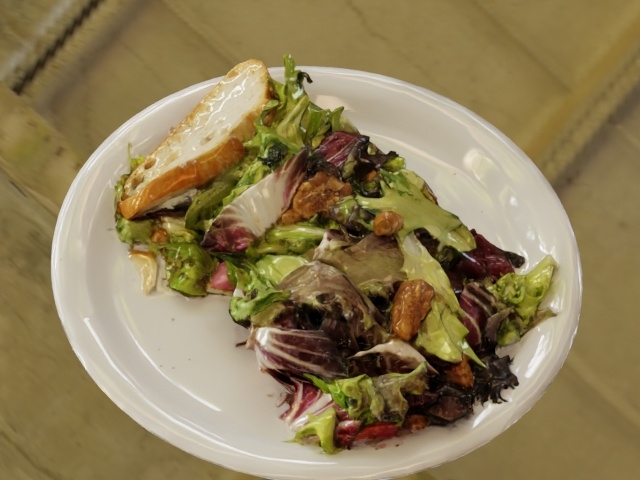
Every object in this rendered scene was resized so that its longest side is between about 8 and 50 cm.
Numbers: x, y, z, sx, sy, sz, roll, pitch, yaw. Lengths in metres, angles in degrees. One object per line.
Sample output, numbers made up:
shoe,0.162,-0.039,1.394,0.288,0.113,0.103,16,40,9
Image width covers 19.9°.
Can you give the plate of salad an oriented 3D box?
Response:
plate of salad,0.000,0.000,0.677,0.200,0.200,0.048,-16,-36,-18
